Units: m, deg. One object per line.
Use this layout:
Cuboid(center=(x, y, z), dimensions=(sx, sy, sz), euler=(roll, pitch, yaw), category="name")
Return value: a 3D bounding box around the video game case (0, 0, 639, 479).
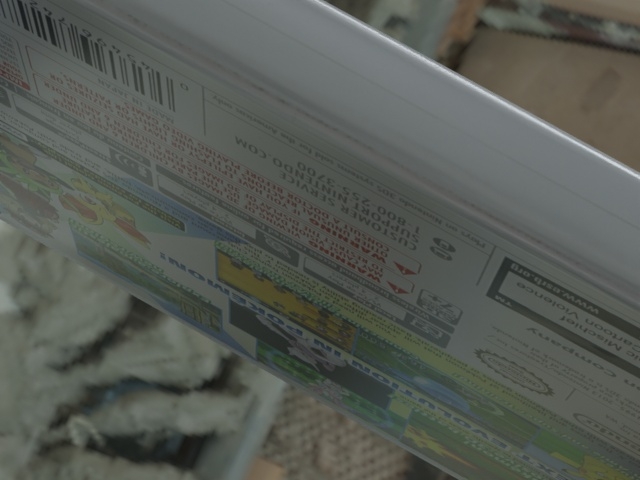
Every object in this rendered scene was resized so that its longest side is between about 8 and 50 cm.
Cuboid(center=(0.000, 0.000, 0.606), dimensions=(0.329, 0.300, 0.036), euler=(29, -106, 6), category="video game case")
